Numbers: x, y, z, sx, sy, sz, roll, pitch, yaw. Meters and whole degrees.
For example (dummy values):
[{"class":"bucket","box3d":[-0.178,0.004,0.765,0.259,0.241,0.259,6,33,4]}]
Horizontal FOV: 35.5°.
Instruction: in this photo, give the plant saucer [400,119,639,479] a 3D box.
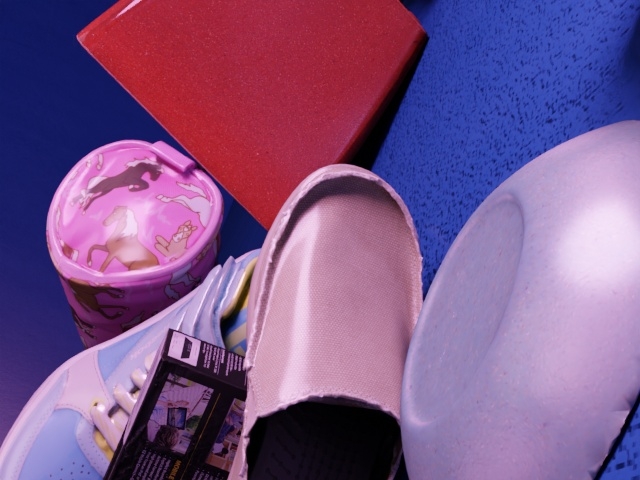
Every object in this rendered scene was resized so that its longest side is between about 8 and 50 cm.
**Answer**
[{"class":"plant saucer","box3d":[0.072,0.034,0.406,0.195,0.037,0.195,-158,90,-81]}]

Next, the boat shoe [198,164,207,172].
[{"class":"boat shoe","box3d":[-0.038,-0.195,1.278,0.127,0.158,0.341,-87,21,-66]}]

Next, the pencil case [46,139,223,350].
[{"class":"pencil case","box3d":[-0.164,0.066,1.026,0.386,0.160,0.167,89,177,-59]}]

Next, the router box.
[{"class":"router box","box3d":[-0.066,0.159,0.607,0.046,0.133,0.179,-95,29,-71]}]

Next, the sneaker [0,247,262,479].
[{"class":"sneaker","box3d":[-0.102,0.104,0.711,0.319,0.127,0.208,-42,5,-18]}]

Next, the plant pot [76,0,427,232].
[{"class":"plant pot","box3d":[-0.045,-0.196,1.007,0.235,0.267,0.267,-42,13,9]}]

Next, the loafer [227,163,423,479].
[{"class":"loafer","box3d":[0.008,0.078,0.515,0.092,0.102,0.269,135,147,-65]}]
